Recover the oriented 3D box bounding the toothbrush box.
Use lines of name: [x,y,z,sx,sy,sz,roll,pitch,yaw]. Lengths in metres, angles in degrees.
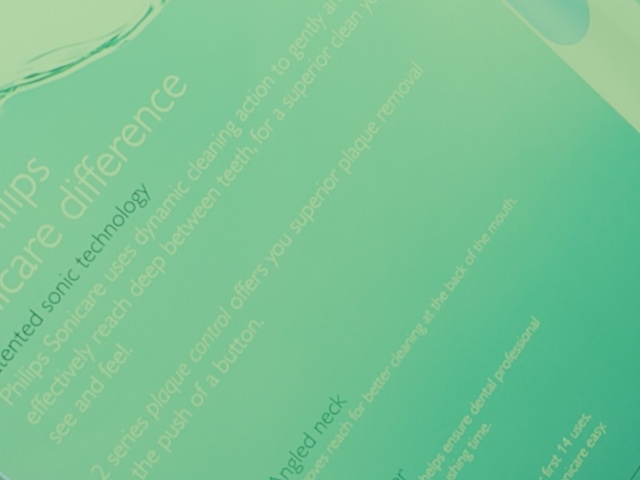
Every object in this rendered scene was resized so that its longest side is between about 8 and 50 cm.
toothbrush box: [0.000,0.000,0.461,0.295,0.216,0.126,40,159,-11]
